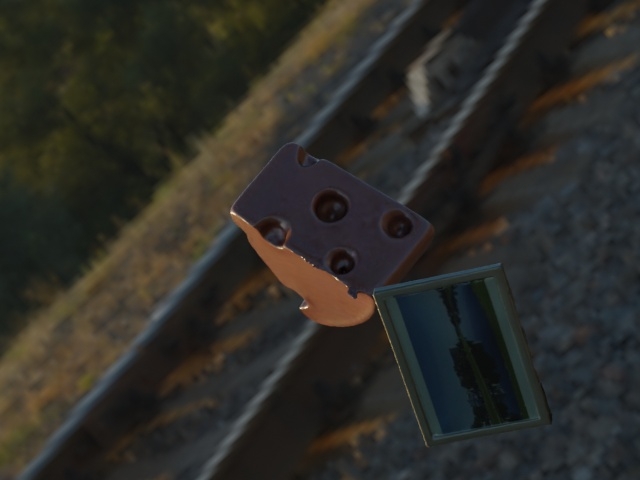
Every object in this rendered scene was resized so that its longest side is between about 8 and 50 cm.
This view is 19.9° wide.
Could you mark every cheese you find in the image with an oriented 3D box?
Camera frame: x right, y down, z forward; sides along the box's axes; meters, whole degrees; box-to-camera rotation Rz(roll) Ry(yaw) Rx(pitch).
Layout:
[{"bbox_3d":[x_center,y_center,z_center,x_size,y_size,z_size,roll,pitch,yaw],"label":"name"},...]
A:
[{"bbox_3d":[0.015,0.019,2.071,0.128,0.203,0.177,-52,-20,-21],"label":"cheese"}]

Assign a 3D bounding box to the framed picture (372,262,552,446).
[{"bbox_3d":[0.115,0.094,1.476,0.109,0.149,0.011,-13,22,18],"label":"framed picture"}]
